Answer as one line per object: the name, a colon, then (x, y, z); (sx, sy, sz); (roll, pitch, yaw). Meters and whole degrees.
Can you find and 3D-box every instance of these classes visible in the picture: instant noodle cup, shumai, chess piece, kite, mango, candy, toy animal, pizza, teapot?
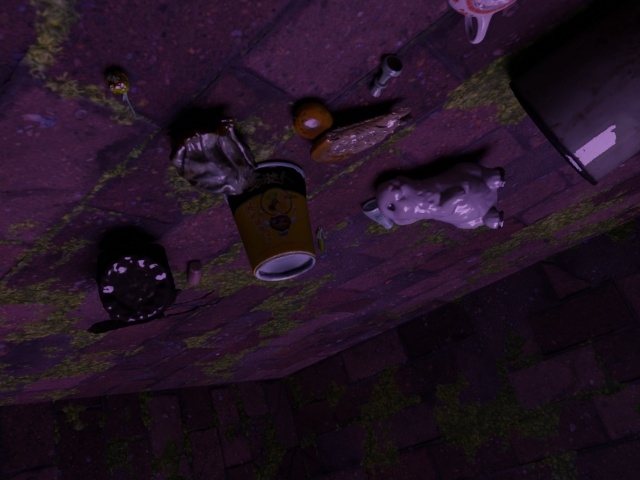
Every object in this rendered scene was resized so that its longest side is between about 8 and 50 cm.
instant noodle cup: (-0.112, -0.037, 1.182); (0.216, 0.235, 0.215); (-13, 157, -6)
shumai: (-0.204, -0.184, 0.966); (0.184, 0.184, 0.141); (-5, 124, -28)
chess piece: (0.123, -0.318, 0.971); (0.042, 0.042, 0.093); (-7, 162, -24)
kite: (-0.447, 0.199, 1.354); (0.361, 0.022, 0.204); (-14, -174, -25)
mango: (-0.012, -0.244, 1.016); (0.079, 0.057, 0.114); (-34, 161, 24)
candy: (-0.329, -0.241, 0.828); (0.035, 0.035, 0.123); (-26, 169, -12)
toy animal: (0.334, -0.124, 1.420); (0.358, 0.193, 0.258); (-2, -179, 2)
pizza: (0.096, -0.231, 1.107); (0.262, 0.034, 0.181); (-22, 173, -9)
teapot: (0.264, -0.414, 0.763); (0.159, 0.116, 0.245); (-29, 156, -7)

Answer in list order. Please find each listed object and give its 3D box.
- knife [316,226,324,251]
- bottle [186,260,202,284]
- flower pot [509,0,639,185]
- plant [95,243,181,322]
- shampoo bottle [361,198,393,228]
knife: (0.000, 0.000, 1.620); (0.026, 0.022, 0.184); (-40, 160, -14)
bottle: (-0.389, 0.101, 1.531); (0.045, 0.045, 0.096); (-8, 154, -23)
flower pot: (0.611, -0.326, 1.015); (0.294, 0.293, 0.330); (9, 138, -47)
plant: (-0.474, 0.103, 1.285); (0.199, 0.188, 0.276); (-12, -177, -16)
shampoo bottle: (0.188, -0.080, 1.552); (0.069, 0.041, 0.191); (-29, 156, 13)
